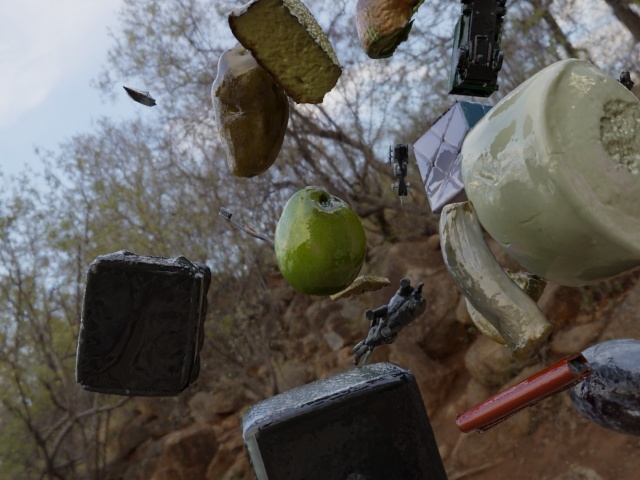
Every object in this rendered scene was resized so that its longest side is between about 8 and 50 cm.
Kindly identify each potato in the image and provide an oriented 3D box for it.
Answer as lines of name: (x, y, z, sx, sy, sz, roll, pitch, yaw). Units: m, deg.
potato: (-0.181, -0.342, 1.730, 0.196, 0.369, 0.176, -2, 18, -13)

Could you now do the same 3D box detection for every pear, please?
pear: (0.000, 0.000, 1.323, 0.188, 0.219, 0.187, 1, 18, 0)

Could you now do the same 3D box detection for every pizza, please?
pizza: (0.443, 0.133, 1.595, 0.197, 0.292, 0.058, -24, -54, 17)

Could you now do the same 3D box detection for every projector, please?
projector: (0.063, 0.519, 1.533, 0.405, 0.395, 0.242, -18, -1, -8)

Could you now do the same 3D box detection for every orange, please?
orange: (0.212, -0.658, 1.835, 0.334, 0.196, 0.262, -63, -17, 15)

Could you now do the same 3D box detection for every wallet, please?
wallet: (0.326, 0.247, 1.063, 0.204, 0.045, 0.142, -36, -21, 24)

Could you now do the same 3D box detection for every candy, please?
candy: (-0.467, -0.376, 1.731, 0.038, 0.088, 0.136, -65, 14, 0)

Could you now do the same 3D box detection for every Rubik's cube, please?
Rubik's cube: (0.413, -0.208, 1.758, 0.225, 0.231, 0.221, 2, -27, -30)

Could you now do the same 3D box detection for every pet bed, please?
pet bed: (-0.266, 0.121, 1.021, 0.183, 0.210, 0.159, 5, 2, -8)

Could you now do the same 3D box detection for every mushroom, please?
mushroom: (0.341, 0.078, 1.347, 0.123, 0.351, 0.095, -41, -20, 34)

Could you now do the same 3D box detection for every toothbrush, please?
toothbrush: (-0.203, -0.025, 2.029, 0.023, 0.321, 0.031, -16, -51, -47)

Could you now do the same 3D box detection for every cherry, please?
cherry: (0.759, 0.359, 1.648, 0.296, 0.255, 0.218, 3, -51, 4)

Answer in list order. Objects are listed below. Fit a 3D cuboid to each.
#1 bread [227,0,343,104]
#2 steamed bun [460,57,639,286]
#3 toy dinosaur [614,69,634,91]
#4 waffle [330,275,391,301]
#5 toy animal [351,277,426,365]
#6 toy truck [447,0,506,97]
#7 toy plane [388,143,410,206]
bread: (-0.065, -0.395, 1.309, 0.129, 0.134, 0.260, -31, -48, 21)
steamed bun: (0.506, -0.105, 1.397, 0.290, 0.456, 0.371, -39, -2, -27)
toy dinosaur: (0.738, -0.337, 1.634, 0.179, 0.087, 0.187, -25, -17, -21)
waffle: (0.094, 0.111, 1.527, 0.097, 0.023, 0.153, -32, -19, 24)
toy animal: (0.155, 0.200, 1.588, 0.269, 0.082, 0.137, -48, -23, 6)
toy truck: (0.215, -0.275, 0.903, 0.065, 0.147, 0.079, 5, 3, 2)
toy plane: (0.210, -0.186, 1.769, 0.053, 0.078, 0.197, -3, -48, 4)
